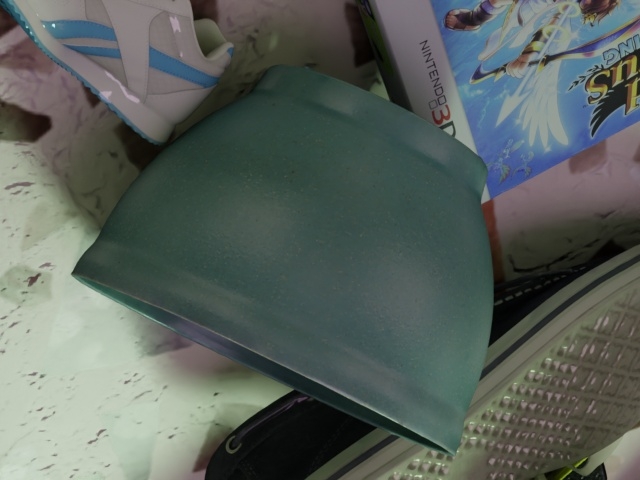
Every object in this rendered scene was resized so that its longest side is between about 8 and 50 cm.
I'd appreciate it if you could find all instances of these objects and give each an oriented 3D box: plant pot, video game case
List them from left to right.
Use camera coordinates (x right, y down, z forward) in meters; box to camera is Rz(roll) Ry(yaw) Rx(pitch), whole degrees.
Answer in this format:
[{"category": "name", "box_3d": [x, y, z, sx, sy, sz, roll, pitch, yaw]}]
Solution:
[{"category": "plant pot", "box_3d": [0.000, 0.000, 1.302, 0.293, 0.293, 0.196, 30, 82, -41]}, {"category": "video game case", "box_3d": [0.171, -0.169, 1.379, 0.269, 0.061, 0.244, -28, 135, -5]}]

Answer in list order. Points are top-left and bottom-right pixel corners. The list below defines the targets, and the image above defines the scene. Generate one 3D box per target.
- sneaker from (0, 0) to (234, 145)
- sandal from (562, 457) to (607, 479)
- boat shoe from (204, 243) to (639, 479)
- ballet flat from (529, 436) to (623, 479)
[{"category": "sneaker", "box_3d": [-0.146, -0.155, 1.212, 0.092, 0.087, 0.228, -46, 141, 3]}, {"category": "sandal", "box_3d": [0.245, 0.260, 1.774, 0.067, 0.040, 0.179, 0, 117, 21]}, {"category": "boat shoe", "box_3d": [0.121, 0.120, 1.533, 0.500, 0.156, 0.187, -29, 133, -25]}, {"category": "ballet flat", "box_3d": [0.206, 0.196, 1.687, 0.231, 0.077, 0.077, -43, 134, 10]}]
